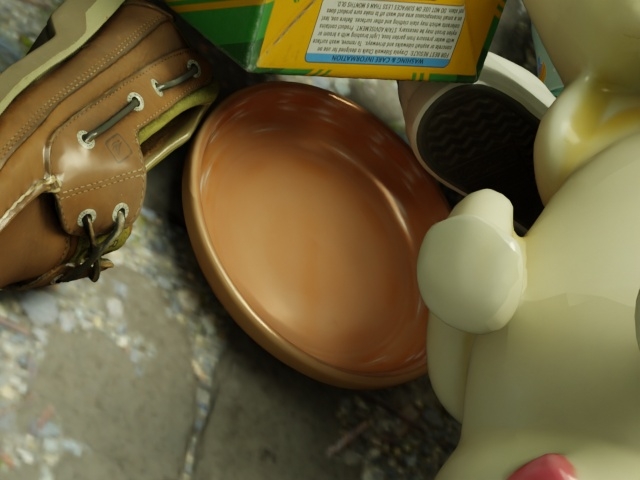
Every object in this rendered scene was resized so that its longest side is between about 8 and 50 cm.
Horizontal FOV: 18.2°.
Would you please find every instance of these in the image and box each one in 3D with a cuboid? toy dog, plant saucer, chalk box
[{"bbox_3d":[0.177,0.089,1.073,0.284,0.395,0.408,16,62,21],"label":"toy dog"},{"bbox_3d":[0.000,0.000,1.176,0.200,0.037,0.200,21,52,-29],"label":"plant saucer"},{"bbox_3d":[-0.028,-0.234,1.171,0.180,0.179,0.289,-2,30,-38],"label":"chalk box"}]

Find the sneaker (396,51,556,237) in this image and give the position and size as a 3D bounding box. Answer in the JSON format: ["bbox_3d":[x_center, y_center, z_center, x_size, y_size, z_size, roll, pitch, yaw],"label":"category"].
[{"bbox_3d":[0.161,-0.040,1.290,0.290,0.106,0.123,40,15,-29],"label":"sneaker"}]

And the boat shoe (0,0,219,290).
[{"bbox_3d":[-0.137,-0.031,1.024,0.104,0.111,0.307,37,45,-6],"label":"boat shoe"}]

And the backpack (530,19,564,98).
[{"bbox_3d":[0.238,-0.150,1.372,0.188,0.166,0.144,-12,95,-33],"label":"backpack"}]
